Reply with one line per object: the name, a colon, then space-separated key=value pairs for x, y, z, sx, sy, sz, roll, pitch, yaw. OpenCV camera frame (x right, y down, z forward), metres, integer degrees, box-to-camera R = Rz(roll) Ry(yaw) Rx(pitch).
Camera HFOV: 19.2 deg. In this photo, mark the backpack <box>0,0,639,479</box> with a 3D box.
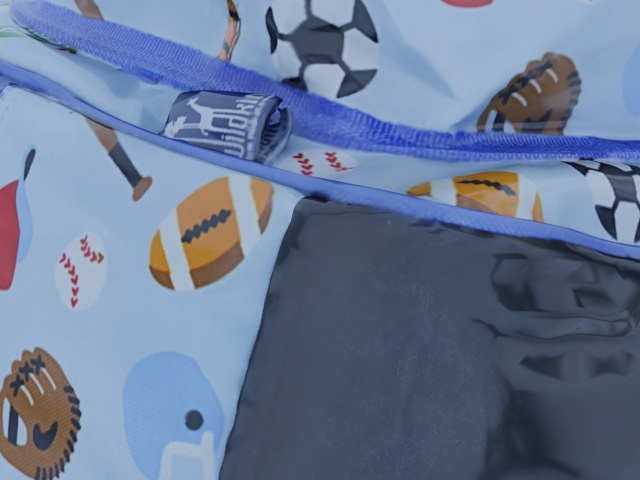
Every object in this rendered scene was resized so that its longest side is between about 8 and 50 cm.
backpack: x=0.000 y=0.000 z=0.498 sx=0.263 sy=0.213 sz=0.276 roll=11 pitch=1 yaw=44
